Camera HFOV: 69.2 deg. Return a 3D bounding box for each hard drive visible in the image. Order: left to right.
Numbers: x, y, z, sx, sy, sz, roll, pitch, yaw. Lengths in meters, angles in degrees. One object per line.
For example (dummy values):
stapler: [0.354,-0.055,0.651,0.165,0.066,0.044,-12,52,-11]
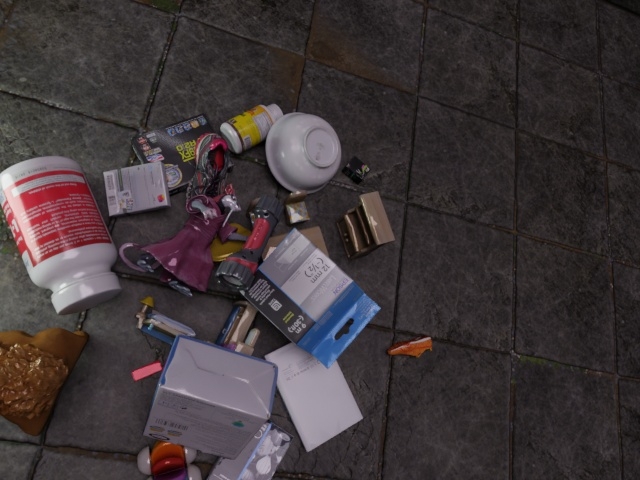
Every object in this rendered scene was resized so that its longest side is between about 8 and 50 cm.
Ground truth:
hard drive: [-0.023,0.473,1.493,0.210,0.040,0.319,-23,82,-22]

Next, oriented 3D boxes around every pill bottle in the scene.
pill bottle: [-0.722,-0.010,1.308,0.229,0.229,0.408,-23,82,-22]
pill bottle: [-0.236,-0.401,1.638,0.215,0.117,0.117,-34,87,-24]

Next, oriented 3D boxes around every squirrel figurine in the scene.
squirrel figurine: [-0.803,0.296,1.103,0.370,0.397,0.281,27,73,-18]

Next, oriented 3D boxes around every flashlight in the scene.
flashlight: [-0.199,-0.001,1.344,0.103,0.103,0.304,25,59,-9]

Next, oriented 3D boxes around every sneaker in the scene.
sneaker: [-0.359,-0.191,1.490,0.120,0.112,0.299,-4,109,-32]
sneaker: [0.317,0.381,1.619,0.175,0.064,0.067,-8,87,-17]

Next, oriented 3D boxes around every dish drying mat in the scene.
dish drying mat: [-0.515,0.387,1.379,0.083,0.008,0.032,-21,81,-21]

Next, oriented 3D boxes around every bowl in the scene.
bowl: [-0.032,-0.316,1.619,0.297,0.134,0.298,2,86,-34]

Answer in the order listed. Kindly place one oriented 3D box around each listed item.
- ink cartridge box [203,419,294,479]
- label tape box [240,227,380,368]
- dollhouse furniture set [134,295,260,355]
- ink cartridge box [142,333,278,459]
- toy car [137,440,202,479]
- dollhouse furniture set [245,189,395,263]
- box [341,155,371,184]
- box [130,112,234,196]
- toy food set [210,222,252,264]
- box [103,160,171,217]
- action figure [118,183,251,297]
ink cartridge box: [-0.233,0.682,1.355,0.165,0.065,0.333,34,68,-6]
label tape box: [-0.028,0.171,1.365,0.347,0.115,0.249,42,85,10]
dollhouse furniture set: [-0.350,0.214,1.331,0.303,0.286,0.198,32,67,-19]
ink cartridge box: [-0.303,0.437,1.222,0.270,0.395,0.151,21,43,-10]
toy car: [-0.412,0.634,1.270,0.159,0.136,0.182,-9,77,-20]
dollhouse furniture set: [0.000,0.000,1.522,0.394,0.256,0.362,-14,79,-21]
box: [0.135,-0.265,1.752,0.083,0.052,0.062,39,66,-3]
box: [-0.462,-0.286,1.563,0.270,0.060,0.216,-27,83,-22]
toy food set: [-0.323,0.024,1.512,0.217,0.071,0.128,-13,61,-11]
box: [-0.577,-0.160,1.461,0.186,0.038,0.145,-11,84,2]
action figure: [-0.367,-0.018,1.415,0.370,0.275,0.248,-63,143,-28]
